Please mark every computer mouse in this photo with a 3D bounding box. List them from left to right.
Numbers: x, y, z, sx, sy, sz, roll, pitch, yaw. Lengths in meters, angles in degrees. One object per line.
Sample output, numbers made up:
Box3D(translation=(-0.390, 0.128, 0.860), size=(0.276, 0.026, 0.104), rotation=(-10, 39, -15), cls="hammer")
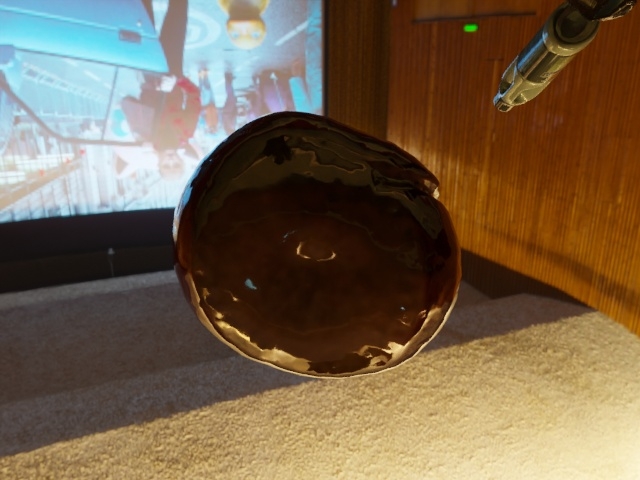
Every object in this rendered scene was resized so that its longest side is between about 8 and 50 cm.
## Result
Box3D(translation=(0.359, -0.342, 0.689), size=(0.047, 0.079, 0.135), rotation=(-26, -120, -30), cls="computer mouse")

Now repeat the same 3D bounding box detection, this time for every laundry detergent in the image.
Box3D(translation=(0.340, -0.275, 0.837), size=(0.070, 0.099, 0.226), rotation=(35, 163, 2), cls="laundry detergent")

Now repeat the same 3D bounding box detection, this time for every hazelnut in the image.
Box3D(translation=(0.000, 0.000, 0.758), size=(0.409, 0.360, 0.359), rotation=(20, -164, -11), cls="hazelnut")
